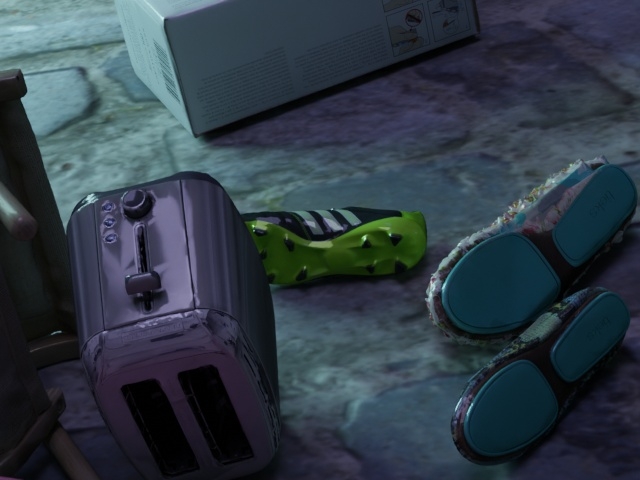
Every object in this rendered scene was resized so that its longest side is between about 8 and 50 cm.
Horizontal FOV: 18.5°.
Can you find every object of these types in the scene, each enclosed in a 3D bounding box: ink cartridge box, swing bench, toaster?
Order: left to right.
[{"bbox_3d":[-0.256,0.052,1.415,0.165,0.253,0.255,-15,29,-2],"label":"swing bench"},{"bbox_3d":[-0.098,0.073,1.383,0.129,0.227,0.146,-12,47,5],"label":"toaster"},{"bbox_3d":[-0.041,-0.251,1.969,0.309,0.130,0.272,-21,29,-13],"label":"ink cartridge box"}]

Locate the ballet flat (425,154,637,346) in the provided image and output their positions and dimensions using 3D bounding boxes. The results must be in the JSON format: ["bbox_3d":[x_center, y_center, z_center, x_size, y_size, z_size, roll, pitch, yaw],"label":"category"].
[{"bbox_3d":[0.154,0.016,1.503,0.241,0.091,0.077,-32,4,-36],"label":"ballet flat"}]

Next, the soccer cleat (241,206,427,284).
[{"bbox_3d":[0.000,0.000,1.605,0.178,0.060,0.072,1,22,12],"label":"soccer cleat"}]

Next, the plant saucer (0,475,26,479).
[{"bbox_3d":[-0.095,0.194,1.132,0.332,0.084,0.332,11,-8,1],"label":"plant saucer"}]

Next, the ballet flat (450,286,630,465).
[{"bbox_3d":[0.144,0.099,1.378,0.070,0.070,0.188,18,40,42],"label":"ballet flat"}]
